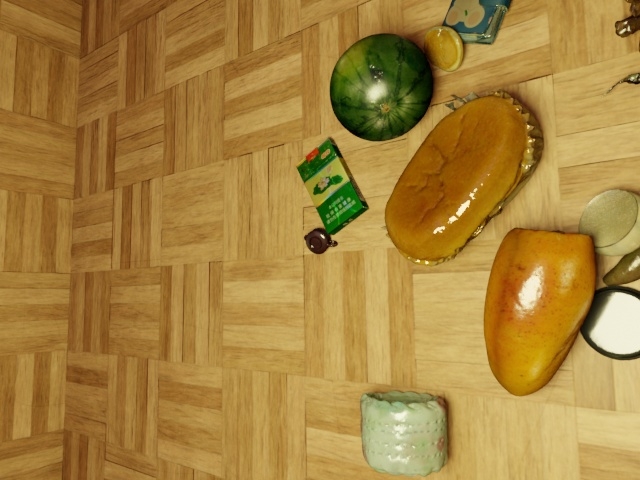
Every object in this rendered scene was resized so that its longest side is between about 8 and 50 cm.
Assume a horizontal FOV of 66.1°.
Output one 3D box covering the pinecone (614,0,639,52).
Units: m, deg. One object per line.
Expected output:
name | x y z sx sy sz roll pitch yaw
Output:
pinecone | 0.608 -0.403 0.816 0.213 0.169 0.185 -6 87 35

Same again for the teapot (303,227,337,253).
teapot | 0.000 0.000 1.321 0.100 0.045 0.067 13 117 20

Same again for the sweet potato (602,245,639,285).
sweet potato | 0.596 0.002 0.843 0.244 0.077 0.077 -37 65 26

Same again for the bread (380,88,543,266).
bread | 0.293 -0.124 1.021 0.236 0.183 0.388 39 109 36

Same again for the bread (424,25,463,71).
bread | 0.281 -0.437 1.124 0.110 0.024 0.110 44 156 25

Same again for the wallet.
wallet | 0.358 -0.540 1.092 0.141 0.059 0.202 28 100 43

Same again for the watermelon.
watermelon | 0.139 -0.348 1.130 0.242 0.242 0.242 -4 83 37

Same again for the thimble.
thimble | 0.170 0.407 1.061 0.211 0.186 0.149 -10 77 51

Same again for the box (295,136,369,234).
box | 0.027 -0.146 1.319 0.132 0.034 0.235 -37 64 29

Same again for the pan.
pan | 0.580 0.130 0.871 0.235 0.028 0.136 -30 69 32

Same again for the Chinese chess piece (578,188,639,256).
Chinese chess piece | 0.528 -0.031 0.883 0.122 0.051 0.122 -51 25 36

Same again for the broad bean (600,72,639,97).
broad bean | 0.644 -0.192 0.842 0.098 0.056 0.318 -53 52 28

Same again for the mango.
mango | 0.394 0.138 0.928 0.201 0.199 0.349 -138 53 -63
